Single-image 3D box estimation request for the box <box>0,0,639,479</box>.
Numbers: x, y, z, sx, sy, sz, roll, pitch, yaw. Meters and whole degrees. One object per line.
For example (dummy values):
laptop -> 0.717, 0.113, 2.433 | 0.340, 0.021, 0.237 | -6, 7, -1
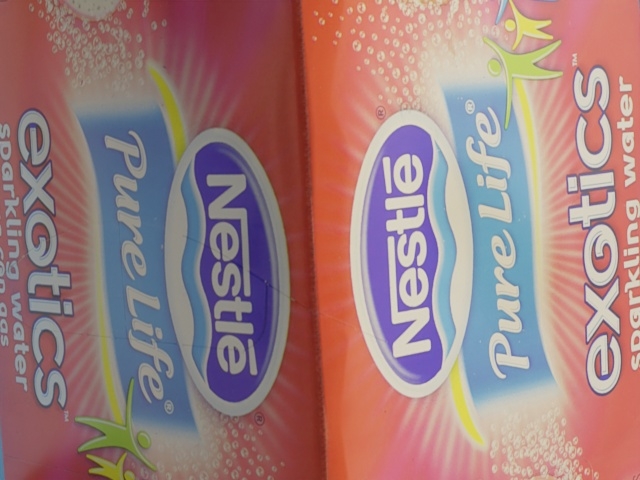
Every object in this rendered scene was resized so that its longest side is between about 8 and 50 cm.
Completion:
box -> 0.000, 0.000, 0.412 | 0.122, 0.128, 0.257 | 2, -84, 45
